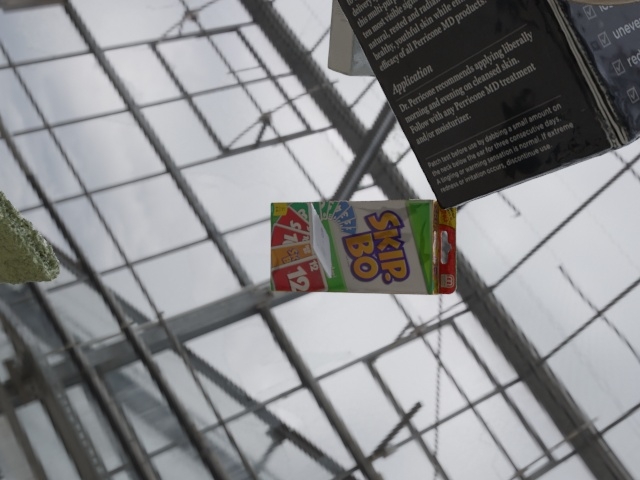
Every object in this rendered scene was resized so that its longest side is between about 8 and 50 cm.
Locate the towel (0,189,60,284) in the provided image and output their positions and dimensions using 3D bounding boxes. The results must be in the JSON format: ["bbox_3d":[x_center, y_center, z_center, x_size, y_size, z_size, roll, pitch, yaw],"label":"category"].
[{"bbox_3d":[-0.252,-0.021,0.639,0.110,0.027,0.148,-6,-46,31],"label":"towel"}]

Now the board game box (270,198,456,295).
[{"bbox_3d":[0.053,0.009,1.249,0.260,0.039,0.124,0,-91,23],"label":"board game box"}]

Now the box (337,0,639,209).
[{"bbox_3d":[0.276,-0.358,1.076,0.297,0.480,0.471,-20,-83,58],"label":"box"}]

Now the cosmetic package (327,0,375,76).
[{"bbox_3d":[0.084,-0.380,1.495,0.085,0.117,0.231,33,-58,57],"label":"cosmetic package"}]

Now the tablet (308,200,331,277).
[{"bbox_3d":[0.000,0.000,0.991,0.083,0.006,0.054,63,20,-60],"label":"tablet"}]

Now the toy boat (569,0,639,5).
[{"bbox_3d":[0.195,-0.269,0.596,0.151,0.151,0.231,19,-37,3],"label":"toy boat"}]
